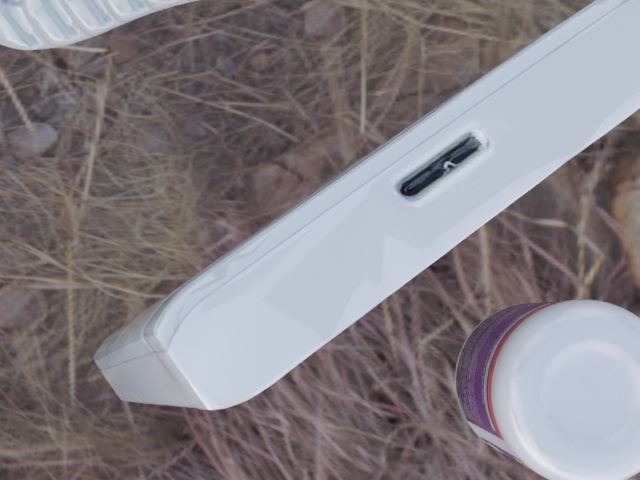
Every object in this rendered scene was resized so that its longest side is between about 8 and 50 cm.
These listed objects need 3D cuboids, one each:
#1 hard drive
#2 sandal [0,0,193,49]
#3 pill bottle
[{"bbox_3d":[0.000,0.000,0.542,0.233,0.353,0.047,-36,92,-17],"label":"hard drive"},{"bbox_3d":[-0.071,-0.254,0.765,0.416,0.102,0.169,-11,116,5],"label":"sandal"},{"bbox_3d":[0.249,0.156,1.164,0.181,0.323,0.182,0,86,-3],"label":"pill bottle"}]
